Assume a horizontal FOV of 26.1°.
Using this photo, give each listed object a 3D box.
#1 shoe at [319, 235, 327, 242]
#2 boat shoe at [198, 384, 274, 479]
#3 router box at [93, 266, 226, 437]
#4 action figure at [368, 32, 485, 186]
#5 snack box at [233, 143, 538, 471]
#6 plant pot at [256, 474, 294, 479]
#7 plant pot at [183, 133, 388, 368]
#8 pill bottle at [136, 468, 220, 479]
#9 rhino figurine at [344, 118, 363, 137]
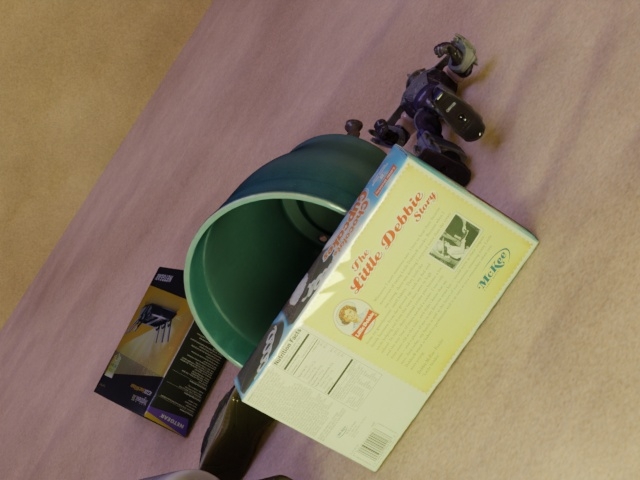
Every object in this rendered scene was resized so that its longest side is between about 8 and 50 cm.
[{"bbox_3d":[-0.031,0.050,1.967,0.219,0.058,0.076,-37,-1,37],"label":"shoe"},{"bbox_3d":[-0.105,0.229,1.845,0.224,0.080,0.073,-62,26,5],"label":"boat shoe"},{"bbox_3d":[-0.240,0.171,2.216,0.243,0.081,0.309,-63,22,-11],"label":"router box"},{"bbox_3d":[0.148,-0.178,1.810,0.185,0.099,0.285,-58,18,17],"label":"action figure"},{"bbox_3d":[0.071,0.078,1.511,0.322,0.187,0.060,-55,21,8],"label":"snack box"},{"bbox_3d":[-0.105,0.368,1.533,0.230,0.215,0.215,-38,26,12],"label":"plant pot"},{"bbox_3d":[0.000,0.000,1.699,0.271,0.271,0.255,-44,11,33],"label":"plant pot"},{"bbox_3d":[-0.215,0.377,1.819,0.229,0.131,0.131,-25,40,56],"label":"pill bottle"},{"bbox_3d":[-0.008,-0.068,2.037,0.243,0.073,0.106,-44,23,37],"label":"rhino figurine"}]
